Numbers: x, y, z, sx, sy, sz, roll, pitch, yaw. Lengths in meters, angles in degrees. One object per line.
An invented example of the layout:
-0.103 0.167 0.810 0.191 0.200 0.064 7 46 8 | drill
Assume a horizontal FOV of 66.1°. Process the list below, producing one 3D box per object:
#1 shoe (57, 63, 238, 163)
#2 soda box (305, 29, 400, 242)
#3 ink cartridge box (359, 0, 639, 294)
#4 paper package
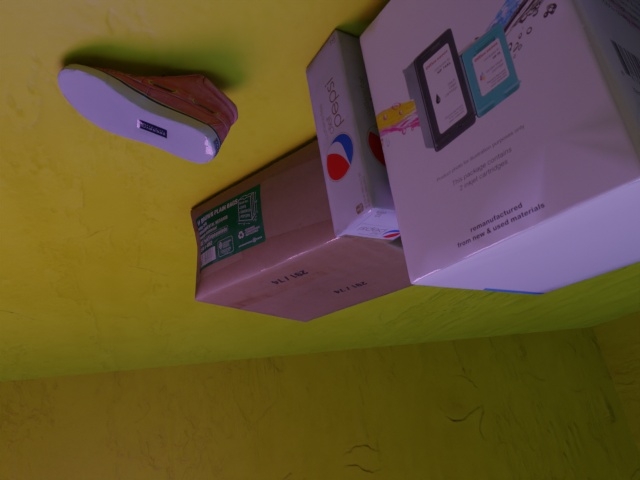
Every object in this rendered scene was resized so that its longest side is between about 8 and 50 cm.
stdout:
-0.180 -0.151 0.534 0.178 0.081 0.063 24 138 -3 | shoe
0.044 -0.109 0.518 0.073 0.216 0.069 5 153 -32 | soda box
0.186 -0.112 0.436 0.198 0.270 0.197 8 153 -34 | ink cartridge box
0.000 0.000 0.822 0.324 0.168 0.309 -23 152 31 | paper package
